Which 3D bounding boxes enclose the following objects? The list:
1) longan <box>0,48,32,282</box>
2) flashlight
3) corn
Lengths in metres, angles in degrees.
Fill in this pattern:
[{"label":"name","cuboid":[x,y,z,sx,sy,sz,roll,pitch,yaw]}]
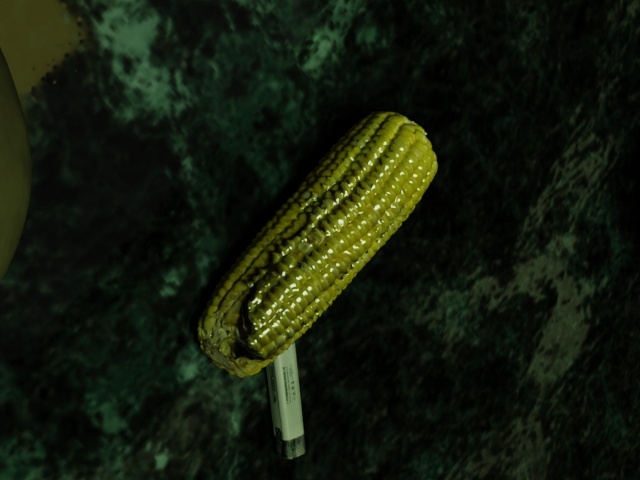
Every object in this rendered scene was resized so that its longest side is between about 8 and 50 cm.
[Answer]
[{"label":"longan","cuboid":[-0.223,-0.029,0.484,0.196,0.196,0.220,45,62,-33]},{"label":"flashlight","cuboid":[-0.024,0.104,0.758,0.018,0.018,0.083,-15,108,-32]},{"label":"corn","cuboid":[0.000,0.000,0.722,0.203,0.072,0.072,-49,123,-16]}]
